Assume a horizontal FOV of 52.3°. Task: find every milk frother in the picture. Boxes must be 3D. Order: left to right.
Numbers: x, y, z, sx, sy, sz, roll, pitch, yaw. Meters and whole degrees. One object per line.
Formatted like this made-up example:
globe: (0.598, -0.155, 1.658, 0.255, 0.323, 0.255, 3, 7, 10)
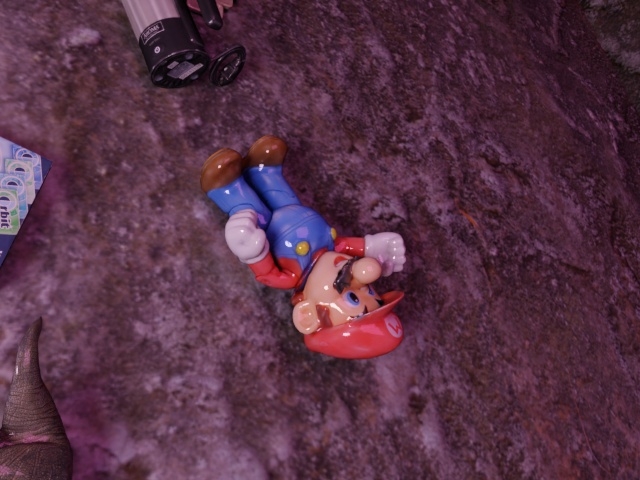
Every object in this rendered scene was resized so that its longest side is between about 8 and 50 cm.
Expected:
milk frother: (-0.185, -0.286, 0.902, 0.143, 0.129, 0.134, 49, 18, -77)

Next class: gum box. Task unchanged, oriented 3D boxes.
gum box: (-0.382, -0.053, 0.633, 0.184, 0.041, 0.157, 26, 51, -23)

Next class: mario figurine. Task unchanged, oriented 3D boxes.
mario figurine: (0.000, 0.000, 0.809, 0.198, 0.170, 0.320, -36, 81, -10)

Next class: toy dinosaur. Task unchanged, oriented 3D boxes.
toy dinosaur: (-0.272, 0.222, 0.531, 0.160, 0.121, 0.313, 34, 43, -34)

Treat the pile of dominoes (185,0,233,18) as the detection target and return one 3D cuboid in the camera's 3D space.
pile of dominoes: (-0.198, -0.458, 1.037, 0.196, 0.040, 0.251, 37, 56, -16)
